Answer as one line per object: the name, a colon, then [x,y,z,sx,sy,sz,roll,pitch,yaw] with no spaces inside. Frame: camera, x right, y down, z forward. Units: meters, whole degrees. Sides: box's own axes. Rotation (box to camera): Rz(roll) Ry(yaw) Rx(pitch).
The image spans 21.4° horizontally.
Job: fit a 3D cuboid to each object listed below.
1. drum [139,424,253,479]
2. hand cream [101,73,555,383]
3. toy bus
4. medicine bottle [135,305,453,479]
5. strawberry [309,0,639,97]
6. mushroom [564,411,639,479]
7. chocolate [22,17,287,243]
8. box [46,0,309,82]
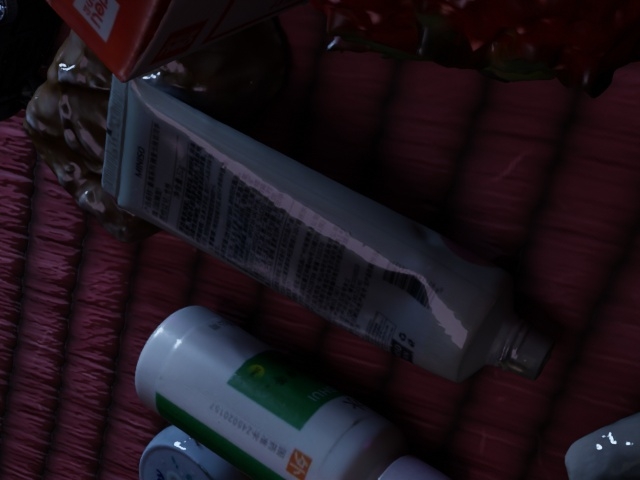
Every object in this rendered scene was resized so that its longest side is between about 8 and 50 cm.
drum: [-0.049,0.244,1.378,0.253,0.049,0.130,38,135,23]
hand cream: [0.000,0.000,1.120,0.340,0.078,0.124,29,139,15]
toy bus: [-0.252,-0.168,1.307,0.088,0.083,0.194,50,137,15]
medicine bottle: [-0.019,0.143,1.253,0.260,0.095,0.095,32,133,30]
strawberry: [0.091,-0.213,0.826,0.257,0.257,0.277,10,95,41]
mushroom: [0.237,0.110,0.984,0.092,0.081,0.223,46,138,-1]
chocolate: [-0.124,-0.105,1.208,0.148,0.093,0.214,47,138,11]
box: [-0.062,-0.188,1.030,0.099,0.182,0.133,48,135,13]
